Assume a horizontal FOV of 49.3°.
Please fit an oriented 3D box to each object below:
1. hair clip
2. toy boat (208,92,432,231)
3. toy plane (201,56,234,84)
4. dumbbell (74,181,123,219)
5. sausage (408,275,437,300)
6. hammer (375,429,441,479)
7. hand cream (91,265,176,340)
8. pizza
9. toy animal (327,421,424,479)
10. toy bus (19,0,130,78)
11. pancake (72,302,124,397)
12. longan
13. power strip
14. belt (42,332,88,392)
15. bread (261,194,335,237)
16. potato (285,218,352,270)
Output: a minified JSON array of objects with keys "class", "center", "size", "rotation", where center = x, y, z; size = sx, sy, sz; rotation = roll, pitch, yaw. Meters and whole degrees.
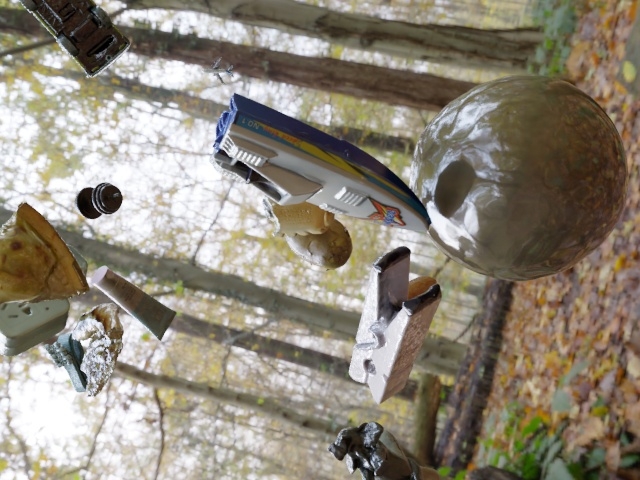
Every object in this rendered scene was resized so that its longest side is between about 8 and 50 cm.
[{"class":"hair clip","center":[0.107,0.148,1.096],"size":[0.085,0.101,0.330],"rotation":[-32,-28,-28]},{"class":"toy boat","center":[0.009,-0.072,0.856],"size":[0.129,0.295,0.088],"rotation":[-29,41,67]},{"class":"toy plane","center":[-0.260,-0.430,1.773],"size":[0.024,0.084,0.078],"rotation":[-72,-14,-45]},{"class":"dumbbell","center":[-0.652,-0.116,2.047],"size":[0.099,0.208,0.099],"rotation":[15,-109,-50]},{"class":"sausage","center":[0.251,0.155,1.898],"size":[0.238,0.098,0.098],"rotation":[-19,-58,-61]},{"class":"hammer","center":[0.216,0.578,1.738],"size":[0.113,0.202,0.305],"rotation":[-40,-38,18]},{"class":"hand cream","center":[-0.587,0.198,2.215],"size":[0.312,0.070,0.111],"rotation":[43,-122,-35]},{"class":"pizza","center":[-0.513,0.047,1.260],"size":[0.080,0.204,0.188],"rotation":[-31,20,38]},{"class":"toy animal","center":[0.110,0.451,1.374],"size":[0.114,0.245,0.146],"rotation":[-41,17,11]},{"class":"toy bus","center":[-0.545,-0.489,1.537],"size":[0.128,0.262,0.150],"rotation":[-42,12,-5]},{"class":"pancake","center":[-0.506,0.220,1.580],"size":[0.257,0.056,0.212],"rotation":[-58,40,27]},{"class":"longan","center":[0.265,-0.089,0.958],"size":[0.297,0.297,0.297],"rotation":[14,-90,-76]},{"class":"power strip","center":[-0.669,0.125,1.601],"size":[0.261,0.229,0.141],"rotation":[-33,-20,-45]},{"class":"belt","center":[-0.700,0.353,1.970],"size":[0.100,0.065,0.179],"rotation":[-46,-62,-69]},{"class":"bread","center":[-0.052,-0.068,1.625],"size":[0.084,0.177,0.119],"rotation":[-52,-41,-73]},{"class":"potato","center":[0.000,0.000,1.795],"size":[0.137,0.176,0.137],"rotation":[-50,-2,-3]}]
